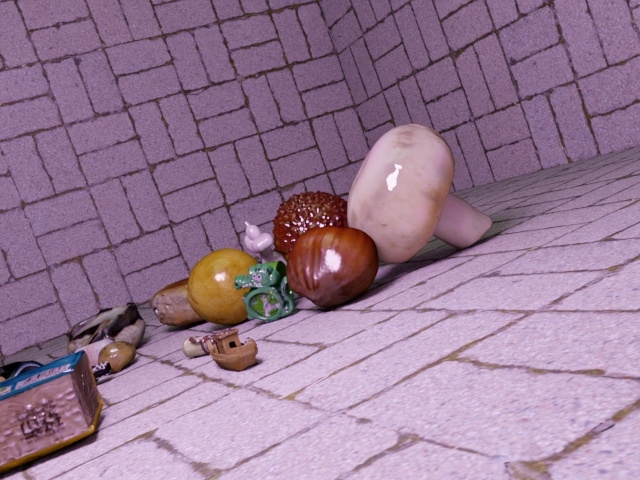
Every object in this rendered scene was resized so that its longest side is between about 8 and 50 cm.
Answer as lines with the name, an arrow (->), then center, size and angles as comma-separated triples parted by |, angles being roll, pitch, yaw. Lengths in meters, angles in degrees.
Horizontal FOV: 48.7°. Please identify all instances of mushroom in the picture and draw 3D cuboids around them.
mushroom -> 0.206, -0.090, 1.731 | 0.325, 0.353, 0.353 | -34, 7, -13
mushroom -> -0.640, 0.291, 2.109 | 0.344, 0.130, 0.247 | -17, 21, 48

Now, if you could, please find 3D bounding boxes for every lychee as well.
lychee -> 0.000, 0.000, 1.924 | 0.276, 0.304, 0.275 | -27, -28, -15

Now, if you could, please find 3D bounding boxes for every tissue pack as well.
tissue pack -> -0.512, 0.301, 1.180 | 0.271, 0.133, 0.192 | -20, 3, -10

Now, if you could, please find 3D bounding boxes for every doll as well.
doll -> -0.601, 0.334, 1.654 | 0.220, 0.067, 0.091 | -22, 8, -7
doll -> -0.150, 0.019, 1.830 | 0.059, 0.161, 0.160 | -35, 42, -9

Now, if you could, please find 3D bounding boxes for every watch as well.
watch -> -0.117, 0.106, 1.709 | 0.131, 0.165, 0.152 | -11, 23, 17

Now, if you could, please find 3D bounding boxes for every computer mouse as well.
computer mouse -> -0.842, 0.384, 1.931 | 0.137, 0.096, 0.233 | -18, 3, 19

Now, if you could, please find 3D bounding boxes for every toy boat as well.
toy boat -> -0.172, 0.201, 1.336 | 0.065, 0.072, 0.206 | -20, 4, -25

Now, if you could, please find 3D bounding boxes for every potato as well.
potato -> -0.516, 0.291, 1.792 | 0.092, 0.070, 0.138 | -19, 4, -7

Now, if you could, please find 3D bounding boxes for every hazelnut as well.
hazelnut -> 0.030, 0.064, 1.598 | 0.210, 0.210, 0.186 | -19, -21, 17

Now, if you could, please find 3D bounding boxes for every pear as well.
pear -> -0.236, 0.119, 1.845 | 0.209, 0.208, 0.209 | -20, 4, 1

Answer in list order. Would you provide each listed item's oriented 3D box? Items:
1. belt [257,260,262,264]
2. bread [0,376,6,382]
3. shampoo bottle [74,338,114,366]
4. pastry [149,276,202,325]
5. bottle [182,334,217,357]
belt -> -0.159, 0.117, 2.046 | 0.129, 0.122, 0.218 | -12, 7, 41
bread -> -0.839, 0.398, 1.709 | 0.138, 0.102, 0.196 | -20, 2, -43
shampoo bottle -> -0.647, 0.326, 1.916 | 0.192, 0.073, 0.074 | -19, 4, 5
pastry -> -0.367, 0.174, 2.175 | 0.330, 0.136, 0.329 | -19, 6, 2
bottle -> -0.254, 0.228, 1.551 | 0.101, 0.047, 0.063 | -15, -4, 37
